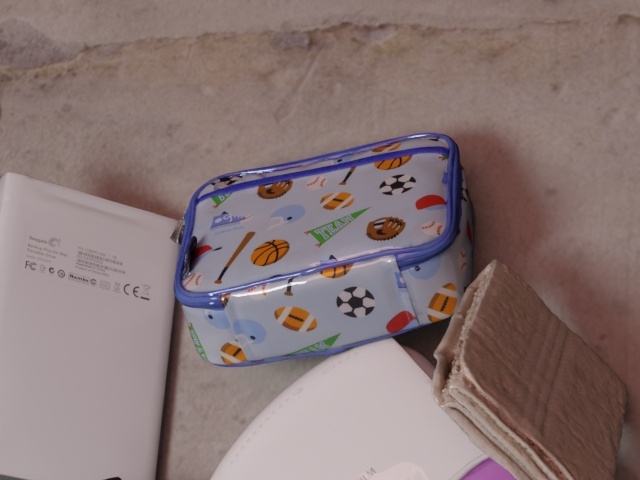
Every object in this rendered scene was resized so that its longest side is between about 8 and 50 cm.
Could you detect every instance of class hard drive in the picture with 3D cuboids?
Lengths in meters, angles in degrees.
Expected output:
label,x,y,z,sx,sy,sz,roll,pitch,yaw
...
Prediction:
label,x,y,z,sx,sy,sz,roll,pitch,yaw
hard drive,-0.249,0.101,1.659,0.040,0.203,0.307,-28,52,53

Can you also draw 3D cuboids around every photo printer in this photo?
label,x,y,z,sx,sy,sz,roll,pitch,yaw
photo printer,0.057,0.250,1.527,0.256,0.107,0.307,-41,61,-2

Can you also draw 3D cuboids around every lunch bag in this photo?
label,x,y,z,sx,sy,sz,roll,pitch,yaw
lunch bag,0.000,0.000,1.618,0.303,0.115,0.243,-10,36,13

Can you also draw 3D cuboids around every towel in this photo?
label,x,y,z,sx,sy,sz,roll,pitch,yaw
towel,0.186,0.133,1.427,0.187,0.282,0.049,46,114,-4

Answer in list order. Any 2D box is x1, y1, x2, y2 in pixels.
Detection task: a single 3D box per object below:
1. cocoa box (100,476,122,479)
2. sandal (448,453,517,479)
label,x,y,z,sx,sy,sz,roll,pitch,yaw
cocoa box,-0.195,0.414,1.433,0.347,0.228,0.231,42,118,28
sandal,0.105,0.342,1.318,0.169,0.102,0.416,32,65,6
